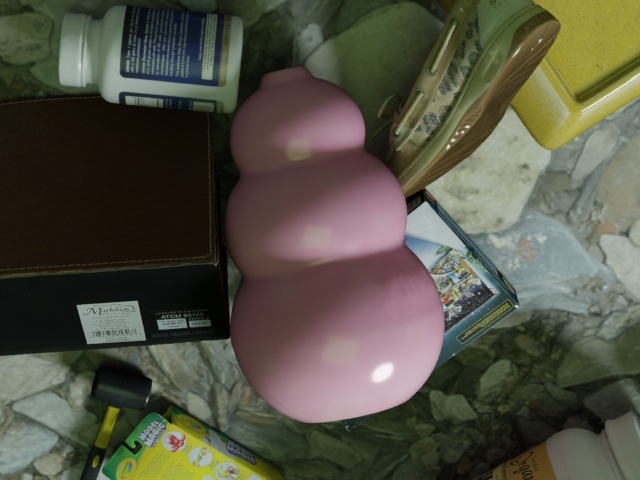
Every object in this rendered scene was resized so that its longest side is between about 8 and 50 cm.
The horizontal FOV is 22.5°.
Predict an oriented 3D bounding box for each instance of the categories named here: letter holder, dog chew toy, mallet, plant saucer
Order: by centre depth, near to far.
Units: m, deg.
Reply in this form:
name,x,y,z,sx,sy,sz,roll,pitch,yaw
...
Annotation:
name,x,y,z,sx,sy,sz,roll,pitch,yaw
plant saucer,0.270,-0.279,1.501,0.332,0.081,0.333,-34,112,12
dog chew toy,0.000,0.000,1.535,0.206,0.206,0.332,-11,93,3
letter holder,-0.247,-0.018,1.585,0.301,0.214,0.152,-4,147,-1
mallet,-0.228,0.219,1.749,0.062,0.039,0.190,10,119,-9

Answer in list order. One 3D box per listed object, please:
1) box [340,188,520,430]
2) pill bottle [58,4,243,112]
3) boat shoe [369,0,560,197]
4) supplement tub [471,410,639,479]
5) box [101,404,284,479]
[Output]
name,x,y,z,sx,sy,sz,roll,pitch,yaw
box,0.068,0.074,1.680,0.233,0.044,0.159,-37,111,15
pill bottle,-0.160,-0.174,1.527,0.169,0.094,0.094,5,115,-4
boat shoe,0.125,-0.142,1.530,0.089,0.104,0.285,49,137,12
supplement tub,0.243,0.340,1.711,0.316,0.228,0.228,-31,112,12
box,-0.140,0.255,1.757,0.179,0.043,0.105,33,110,-22
